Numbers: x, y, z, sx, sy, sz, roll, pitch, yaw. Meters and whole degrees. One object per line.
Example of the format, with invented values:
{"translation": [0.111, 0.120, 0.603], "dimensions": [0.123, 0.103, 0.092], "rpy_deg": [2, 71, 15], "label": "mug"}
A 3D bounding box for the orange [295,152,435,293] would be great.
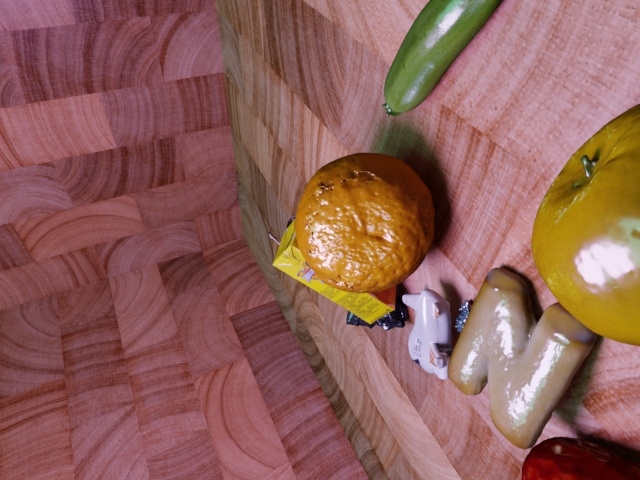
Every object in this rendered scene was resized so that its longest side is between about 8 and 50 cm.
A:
{"translation": [0.106, -0.044, 1.046], "dimensions": [0.293, 0.341, 0.340], "rpy_deg": [-82, -20, -75], "label": "orange"}

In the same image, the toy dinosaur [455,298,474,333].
{"translation": [0.346, 0.200, 1.009], "dimensions": [0.049, 0.055, 0.154], "rpy_deg": [36, 137, 53], "label": "toy dinosaur"}

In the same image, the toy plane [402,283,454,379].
{"translation": [0.269, 0.228, 1.070], "dimensions": [0.245, 0.118, 0.244], "rpy_deg": [-7, -90, -89], "label": "toy plane"}

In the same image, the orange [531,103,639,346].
{"translation": [0.375, -0.014, 0.462], "dimensions": [0.235, 0.279, 0.279], "rpy_deg": [34, 153, 5], "label": "orange"}

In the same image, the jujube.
{"translation": [0.471, 0.453, 0.682], "dimensions": [0.318, 0.223, 0.223], "rpy_deg": [-155, 50, -76], "label": "jujube"}

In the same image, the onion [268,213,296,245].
{"translation": [0.029, -0.007, 1.423], "dimensions": [0.230, 0.272, 0.256], "rpy_deg": [54, -173, 9], "label": "onion"}

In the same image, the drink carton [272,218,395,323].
{"translation": [0.049, 0.083, 1.228], "dimensions": [0.111, 0.351, 0.154], "rpy_deg": [-44, 21, 37], "label": "drink carton"}

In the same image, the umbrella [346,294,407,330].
{"translation": [0.175, 0.238, 1.396], "dimensions": [0.110, 0.122, 0.272], "rpy_deg": [51, 153, -7], "label": "umbrella"}

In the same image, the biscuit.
{"translation": [0.369, 0.223, 0.843], "dimensions": [0.237, 0.062, 0.290], "rpy_deg": [48, 128, 52], "label": "biscuit"}

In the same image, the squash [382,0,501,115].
{"translation": [0.206, -0.360, 0.824], "dimensions": [0.107, 0.107, 0.395], "rpy_deg": [68, 160, 10], "label": "squash"}
